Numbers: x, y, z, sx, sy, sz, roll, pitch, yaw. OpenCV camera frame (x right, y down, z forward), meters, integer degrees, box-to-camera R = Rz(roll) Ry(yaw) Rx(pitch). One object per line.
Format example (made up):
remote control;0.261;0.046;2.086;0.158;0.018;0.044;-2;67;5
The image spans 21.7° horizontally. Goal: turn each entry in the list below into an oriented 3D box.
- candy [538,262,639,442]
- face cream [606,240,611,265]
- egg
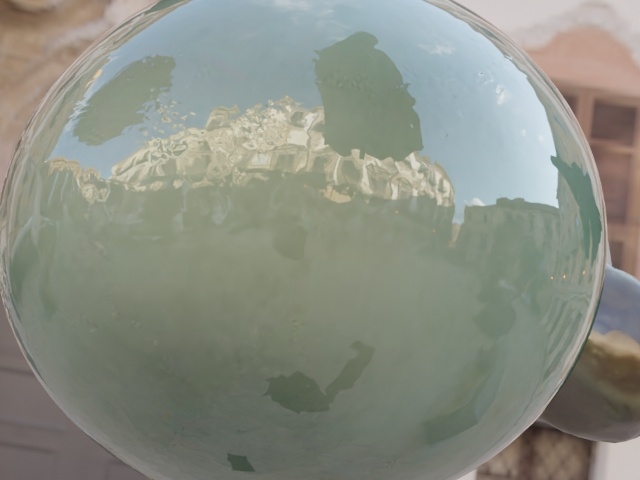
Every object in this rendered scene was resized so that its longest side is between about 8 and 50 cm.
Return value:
candy;0.154;0.056;1.221;0.234;0.102;0.104;33;-37;20
face cream;0.200;-0.021;1.393;0.072;0.182;0.051;-16;1;-16
egg;0.000;0.000;0.847;0.276;0.276;0.389;1;3;28
